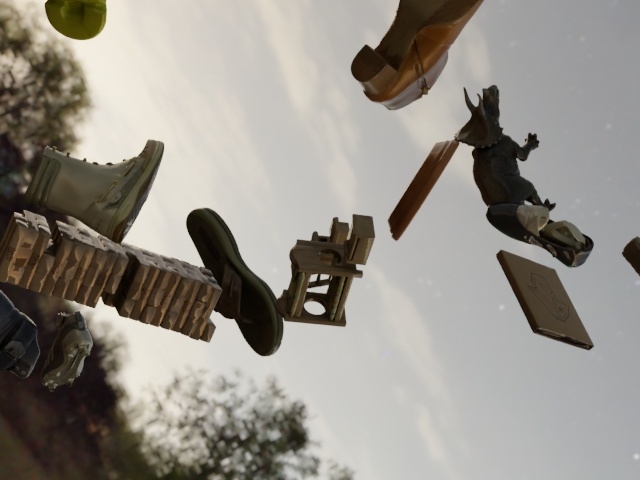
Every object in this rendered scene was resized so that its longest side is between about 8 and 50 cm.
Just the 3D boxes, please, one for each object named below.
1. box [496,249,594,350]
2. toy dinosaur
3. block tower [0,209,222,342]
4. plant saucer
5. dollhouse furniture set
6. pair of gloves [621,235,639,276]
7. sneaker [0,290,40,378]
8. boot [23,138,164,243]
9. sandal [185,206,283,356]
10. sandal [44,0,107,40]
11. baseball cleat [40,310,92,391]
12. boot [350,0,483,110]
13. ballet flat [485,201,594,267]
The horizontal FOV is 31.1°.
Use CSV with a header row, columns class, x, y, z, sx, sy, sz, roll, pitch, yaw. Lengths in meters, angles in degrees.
class,x,y,z,sx,sy,sz,roll,pitch,yaw
box,0.433,0.114,2.215,0.021,0.164,0.201,-49,-139,29
toy dinosaur,0.318,-0.108,2.003,0.121,0.160,0.314,-24,-106,49
block tower,-0.308,0.052,1.704,0.097,0.335,0.091,-64,-154,10
plant saucer,0.169,-0.091,1.959,0.037,0.200,0.200,33,-19,1
dollhouse furniture set,0.000,0.000,1.629,0.161,0.101,0.182,-96,-164,-46
pair of gloves,0.628,0.064,2.013,0.204,0.042,0.240,52,-17,8
sneaker,-0.551,0.189,1.816,0.163,0.226,0.086,50,-2,-37
boot,-0.335,-0.102,1.722,0.213,0.165,0.077,-70,-177,-45
sandal,-0.170,0.082,2.044,0.303,0.086,0.120,56,-42,14
sandal,-0.377,-0.485,1.812,0.138,0.126,0.317,-80,-178,-56
baseball cleat,-0.484,0.203,2.193,0.206,0.072,0.109,-45,-130,44
boot,0.181,-0.333,1.843,0.104,0.295,0.211,52,13,16
ballet flat,0.371,-0.021,1.903,0.203,0.074,0.074,28,-4,-19
